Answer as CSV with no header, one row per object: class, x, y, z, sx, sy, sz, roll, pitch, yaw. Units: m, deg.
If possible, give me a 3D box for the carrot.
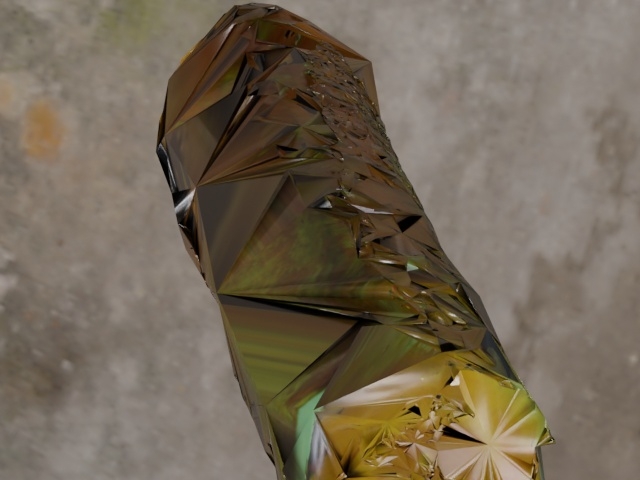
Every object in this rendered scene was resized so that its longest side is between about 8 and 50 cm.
carrot,-0.001,0.000,0.444,0.069,0.229,0.069,-5,117,-10
